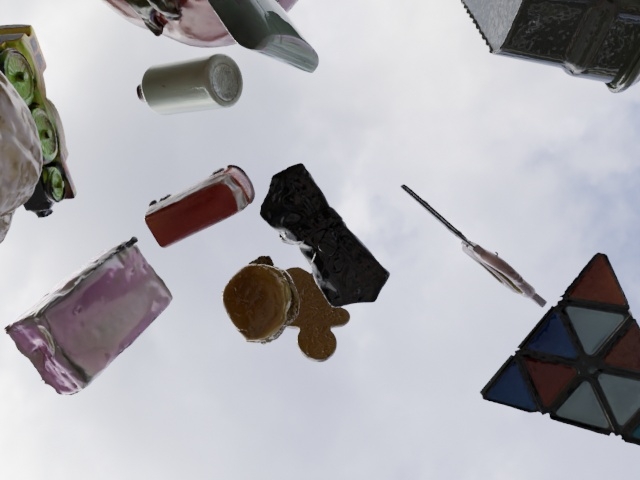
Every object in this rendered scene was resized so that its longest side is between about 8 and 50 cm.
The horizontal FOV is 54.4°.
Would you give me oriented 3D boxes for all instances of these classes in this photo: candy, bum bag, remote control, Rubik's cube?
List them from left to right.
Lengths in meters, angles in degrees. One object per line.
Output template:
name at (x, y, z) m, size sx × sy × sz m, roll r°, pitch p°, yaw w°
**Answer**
candy at (-0.387, 0.125, 1.081) m, size 0.116 × 0.155 × 0.265 m, roll -20°, pitch -160°, yaw 29°
remote control at (-0.060, -0.184, 0.454) m, size 0.029 × 0.065 × 0.166 m, roll -47°, pitch -118°, yaw 27°
bum bag at (0.000, 0.000, 1.188) m, size 0.137 × 0.074 × 0.310 m, roll -41°, pitch -100°, yaw 22°
Rubik's cube at (0.353, 0.186, 0.942) m, size 0.234 × 0.250 × 0.284 m, roll -24°, pitch -94°, yaw 13°

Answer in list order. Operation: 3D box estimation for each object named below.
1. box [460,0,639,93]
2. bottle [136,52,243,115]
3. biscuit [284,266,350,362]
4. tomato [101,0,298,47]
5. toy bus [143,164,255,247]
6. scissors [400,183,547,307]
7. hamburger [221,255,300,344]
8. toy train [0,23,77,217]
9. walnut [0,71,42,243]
box at (0.277, -0.300, 0.759) m, size 0.178 × 0.138 × 0.274 m, roll 2°, pitch -136°, yaw -11°
bottle at (-0.274, -0.304, 1.232) m, size 0.245 × 0.104 × 0.104 m, roll 4°, pitch -107°, yaw 35°
biscuit at (-0.015, 0.157, 1.354) m, size 0.158 × 0.035 × 0.240 m, roll 1°, pitch -128°, yaw -7°
tomato at (-0.154, -0.383, 0.697) m, size 0.293 × 0.325 × 0.290 m, roll -13°, pitch -131°, yaw 57°
toy bus at (-0.191, -0.052, 0.979) m, size 0.174 × 0.079 × 0.077 m, roll -24°, pitch -164°, yaw 13°
scissors at (0.248, 0.005, 1.031) m, size 0.024 × 0.317 × 0.160 m, roll -51°, pitch -161°, yaw 2°
hamburger at (-0.109, 0.111, 1.152) m, size 0.138 × 0.083 × 0.147 m, roll -42°, pitch -116°, yaw 14°
toy train at (-0.464, -0.181, 0.973) m, size 0.100 × 0.296 × 0.160 m, roll -4°, pitch -142°, yaw -1°
walnut at (-0.358, -0.077, 0.511) m, size 0.225 × 0.261 × 0.225 m, roll -5°, pitch -113°, yaw 11°
